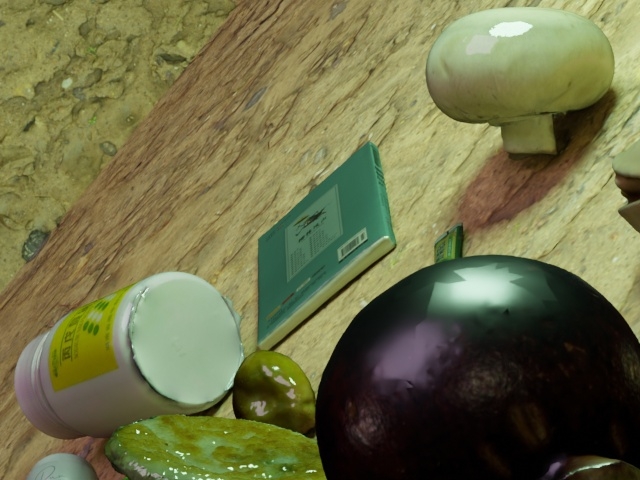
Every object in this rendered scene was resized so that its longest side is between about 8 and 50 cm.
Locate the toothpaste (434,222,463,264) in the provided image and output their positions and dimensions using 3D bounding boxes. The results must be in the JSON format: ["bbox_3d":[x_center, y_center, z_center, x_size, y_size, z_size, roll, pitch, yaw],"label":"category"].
[{"bbox_3d":[0.163,0.036,1.930,0.049,0.031,0.204,-38,18,22],"label":"toothpaste"}]

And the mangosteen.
[{"bbox_3d":[0.152,0.183,1.304,0.307,0.307,0.347,-37,48,24],"label":"mangosteen"}]

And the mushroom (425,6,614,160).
[{"bbox_3d":[0.263,-0.205,1.970,0.246,0.202,0.246,-11,1,0],"label":"mushroom"}]

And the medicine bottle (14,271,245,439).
[{"bbox_3d":[-0.301,0.188,2.314,0.379,0.213,0.213,-23,29,49],"label":"medicine bottle"}]

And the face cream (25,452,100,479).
[{"bbox_3d":[-0.383,0.382,2.243,0.117,0.117,0.104,-40,27,16],"label":"face cream"}]

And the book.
[{"bbox_3d":[0.000,0.000,2.338,0.264,0.031,0.379,-40,20,16],"label":"book"}]

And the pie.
[{"bbox_3d":[-0.096,0.260,1.702,0.323,0.323,0.070,-154,73,-70],"label":"pie"}]

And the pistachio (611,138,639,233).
[{"bbox_3d":[0.375,-0.057,1.530,0.144,0.144,0.215,-48,13,-6],"label":"pistachio"}]

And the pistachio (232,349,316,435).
[{"bbox_3d":[-0.066,0.198,1.968,0.100,0.110,0.189,-16,15,-12],"label":"pistachio"}]

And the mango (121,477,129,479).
[{"bbox_3d":[-0.199,0.374,1.749,0.225,0.201,0.382,-51,16,-2],"label":"mango"}]
